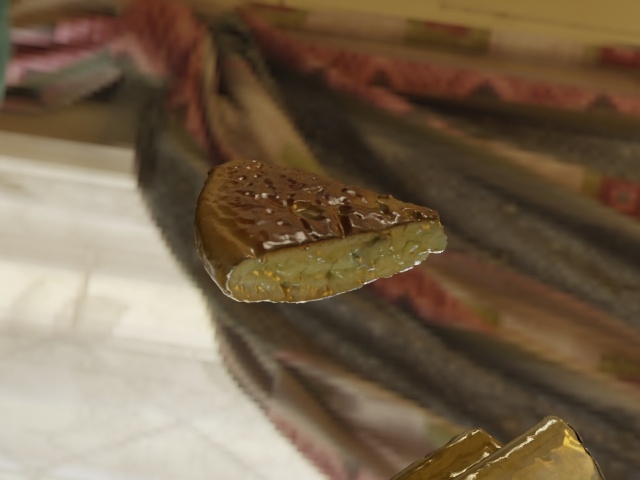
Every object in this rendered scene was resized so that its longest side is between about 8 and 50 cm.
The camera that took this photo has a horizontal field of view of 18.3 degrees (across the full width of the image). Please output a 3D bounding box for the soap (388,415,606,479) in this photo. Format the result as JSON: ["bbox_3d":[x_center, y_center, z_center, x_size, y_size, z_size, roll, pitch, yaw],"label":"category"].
[{"bbox_3d":[0.013,0.188,0.685,0.080,0.257,0.160,-22,-84,57],"label":"soap"}]

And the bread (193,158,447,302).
[{"bbox_3d":[-0.021,0.004,1.135,0.136,0.154,0.054,-35,132,-58],"label":"bread"}]
